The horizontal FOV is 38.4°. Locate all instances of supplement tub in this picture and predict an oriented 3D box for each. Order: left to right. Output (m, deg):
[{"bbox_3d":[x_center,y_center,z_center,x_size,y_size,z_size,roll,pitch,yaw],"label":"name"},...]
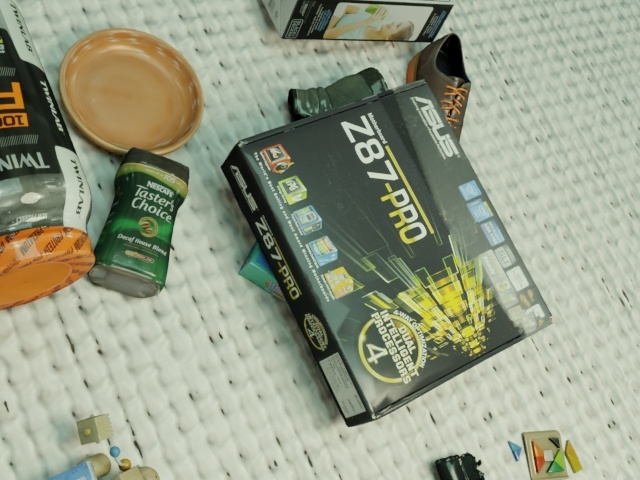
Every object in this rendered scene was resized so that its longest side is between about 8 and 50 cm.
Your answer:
[{"bbox_3d":[-0.390,-0.102,1.044,0.207,0.207,0.338,-17,76,-33],"label":"supplement tub"}]

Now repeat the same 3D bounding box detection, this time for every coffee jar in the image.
[{"bbox_3d":[-0.228,-0.026,1.171,0.096,0.079,0.184,19,59,-19],"label":"coffee jar"}]

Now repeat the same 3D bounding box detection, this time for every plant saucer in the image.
[{"bbox_3d":[-0.260,-0.198,1.261,0.200,0.037,0.200,11,63,-22],"label":"plant saucer"}]

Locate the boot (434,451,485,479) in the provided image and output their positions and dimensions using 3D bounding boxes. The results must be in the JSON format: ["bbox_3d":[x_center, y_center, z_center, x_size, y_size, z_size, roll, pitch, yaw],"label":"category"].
[{"bbox_3d":[0.176,0.340,1.232,0.121,0.045,0.099,-2,70,-36],"label":"boot"}]

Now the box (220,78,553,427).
[{"bbox_3d":[0.092,0.007,1.246,0.318,0.097,0.395,-21,81,-29],"label":"box"}]

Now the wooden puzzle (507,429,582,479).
[{"bbox_3d":[0.332,0.314,1.345,0.116,0.014,0.078,-5,69,-29],"label":"wooden puzzle"}]

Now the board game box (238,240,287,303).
[{"bbox_3d":[0.000,0.000,1.298,0.160,0.047,0.210,32,58,-11],"label":"board game box"}]

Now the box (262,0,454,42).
[{"bbox_3d":[0.050,-0.405,1.470,0.290,0.087,0.169,-4,55,-30],"label":"box"}]

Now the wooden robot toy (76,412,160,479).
[{"bbox_3d":[-0.223,0.279,1.054,0.173,0.076,0.079,60,20,8],"label":"wooden robot toy"}]

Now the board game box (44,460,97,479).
[{"bbox_3d":[-0.278,0.300,1.001,0.090,0.020,0.090,-25,78,-3],"label":"board game box"}]

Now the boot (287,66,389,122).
[{"bbox_3d":[0.055,-0.135,1.388,0.161,0.083,0.246,-24,79,-22],"label":"boot"}]

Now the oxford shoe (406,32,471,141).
[{"bbox_3d":[0.188,-0.211,1.465,0.097,0.098,0.271,12,62,-23],"label":"oxford shoe"}]
